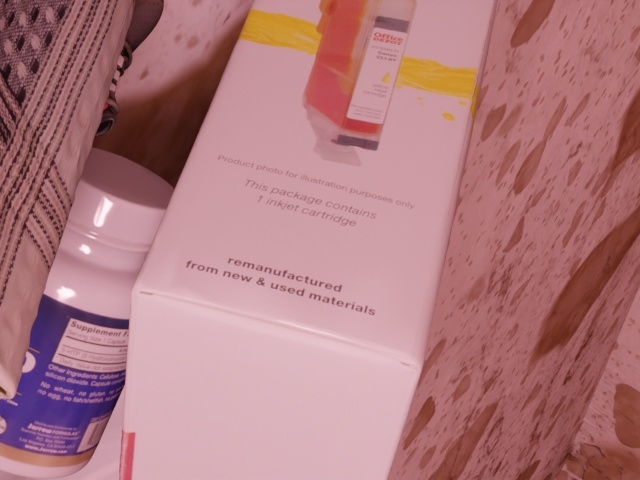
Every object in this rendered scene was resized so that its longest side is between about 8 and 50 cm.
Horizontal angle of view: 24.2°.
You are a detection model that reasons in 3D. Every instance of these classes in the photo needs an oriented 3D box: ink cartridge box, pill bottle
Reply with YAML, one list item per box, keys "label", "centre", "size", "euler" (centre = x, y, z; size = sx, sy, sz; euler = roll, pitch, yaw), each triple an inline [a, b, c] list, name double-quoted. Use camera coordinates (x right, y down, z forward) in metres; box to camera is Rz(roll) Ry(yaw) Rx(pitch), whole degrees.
- label: "ink cartridge box"
  centre: [0.000, 0.000, 0.978]
  size: [0.279, 0.160, 0.385]
  euler: [100, 5, -47]
- label: "pill bottle"
  centre: [-0.160, 0.041, 0.922]
  size: [0.112, 0.112, 0.187]
  euler: [-11, 129, -64]

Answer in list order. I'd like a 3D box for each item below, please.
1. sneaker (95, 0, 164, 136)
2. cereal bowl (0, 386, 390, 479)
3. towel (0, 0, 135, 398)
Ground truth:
- label: "sneaker"
  centre: [-0.134, -0.086, 0.862]
  size: [0.158, 0.065, 0.061]
  euler: [-49, 158, -24]
- label: "cereal bowl"
  centre: [-0.099, 0.271, 1.093]
  size: [0.339, 0.339, 0.141]
  euler: [-42, 162, -37]
- label: "towel"
  centre: [-0.153, -0.097, 0.647]
  size: [0.312, 0.056, 0.324]
  euler: [86, 17, -57]
